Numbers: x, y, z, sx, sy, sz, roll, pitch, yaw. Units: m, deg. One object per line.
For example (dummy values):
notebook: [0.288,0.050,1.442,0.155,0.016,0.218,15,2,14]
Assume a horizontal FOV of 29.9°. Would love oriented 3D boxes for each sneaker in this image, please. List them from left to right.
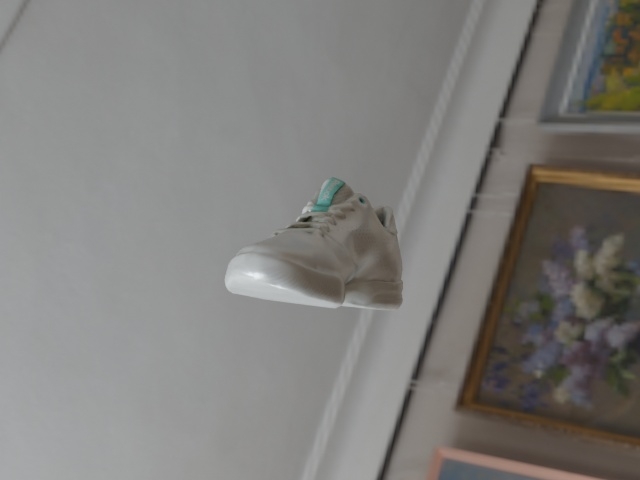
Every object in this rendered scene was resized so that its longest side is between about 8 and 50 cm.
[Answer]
sneaker: [0.000,0.000,0.852,0.212,0.080,0.094,8,-91,-65]
